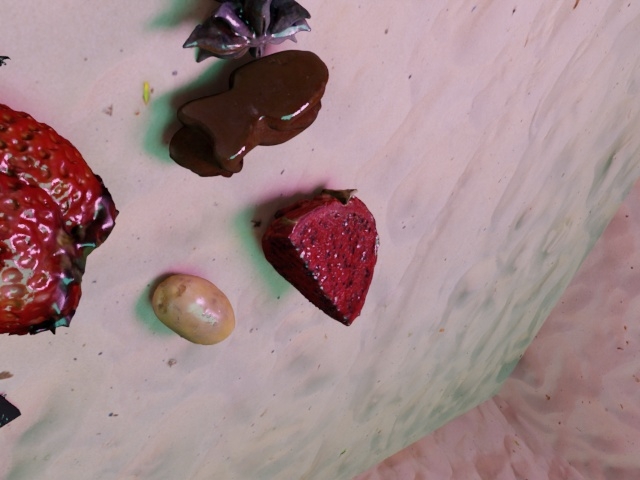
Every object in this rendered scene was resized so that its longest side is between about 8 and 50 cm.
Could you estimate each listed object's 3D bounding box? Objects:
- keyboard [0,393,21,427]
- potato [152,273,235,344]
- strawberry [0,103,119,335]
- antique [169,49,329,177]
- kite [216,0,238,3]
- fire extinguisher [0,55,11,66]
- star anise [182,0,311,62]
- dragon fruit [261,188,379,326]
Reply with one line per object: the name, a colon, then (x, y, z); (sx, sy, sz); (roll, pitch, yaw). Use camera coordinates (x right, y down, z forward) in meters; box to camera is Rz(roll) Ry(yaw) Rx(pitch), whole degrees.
keyboard: (-0.582, 0.233, 0.966); (0.101, 0.018, 0.309); (-33, 145, -17)
potato: (-0.232, 0.128, 1.156); (0.178, 0.119, 0.109); (48, 51, -44)
strawberry: (-0.404, -0.023, 0.722); (0.288, 0.250, 0.239); (24, 143, -33)
antique: (-0.110, -0.182, 0.950); (0.257, 0.121, 0.143); (-37, 173, -17)
kite: (-0.093, -0.425, 0.802); (0.245, 0.015, 0.141); (-53, 147, 11)
fire extinguisher: (-0.405, -0.190, 0.707); (0.100, 0.032, 0.046); (-42, 112, -5)
star anise: (-0.102, -0.287, 0.836); (0.181, 0.061, 0.204); (-18, -178, 8)
dragon fruit: (0.000, 0.000, 1.257); (0.205, 0.152, 0.317); (-53, 136, -22)
